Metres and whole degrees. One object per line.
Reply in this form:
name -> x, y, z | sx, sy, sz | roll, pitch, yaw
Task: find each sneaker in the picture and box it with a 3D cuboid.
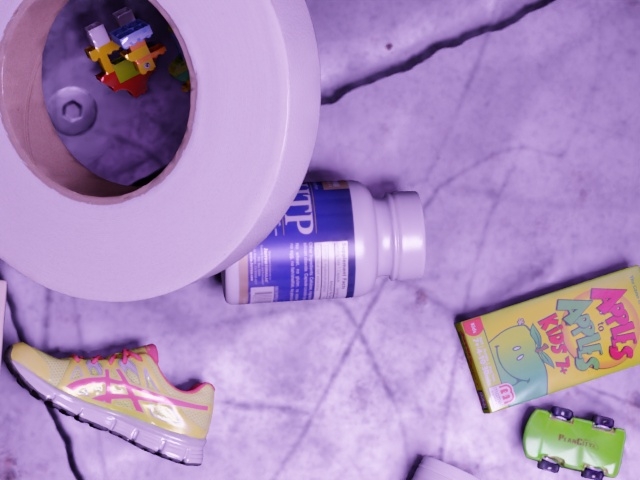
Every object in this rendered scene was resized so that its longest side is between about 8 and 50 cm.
sneaker -> -0.192, 0.132, 1.812 | 0.208, 0.081, 0.094 | 25, 82, -13

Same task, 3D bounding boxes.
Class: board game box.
board game box -> 0.230, 0.095, 1.866 | 0.181, 0.043, 0.092 | -18, 86, -6

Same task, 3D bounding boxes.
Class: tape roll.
tape roll -> -0.185, -0.140, 1.739 | 0.392, 0.072, 0.392 | 5, 101, 25

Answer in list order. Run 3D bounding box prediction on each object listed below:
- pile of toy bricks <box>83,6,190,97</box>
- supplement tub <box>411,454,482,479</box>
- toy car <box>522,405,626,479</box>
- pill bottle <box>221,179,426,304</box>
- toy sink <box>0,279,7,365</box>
pile of toy bricks -> -0.104, -0.189, 1.844 | 0.212, 0.118, 0.105 | -29, 117, -15
supplement tub -> 0.106, 0.263, 1.826 | 0.071, 0.071, 0.107 | 25, 82, -2
toy car -> 0.299, 0.205, 1.857 | 0.225, 0.053, 0.239 | 14, 83, -3
pill bottle -> 0.000, 0.000, 1.821 | 0.186, 0.112, 0.112 | -4, 85, -6
toy sink -> -0.406, 0.106, 1.766 | 0.234, 0.131, 0.153 | 4, 84, -9
